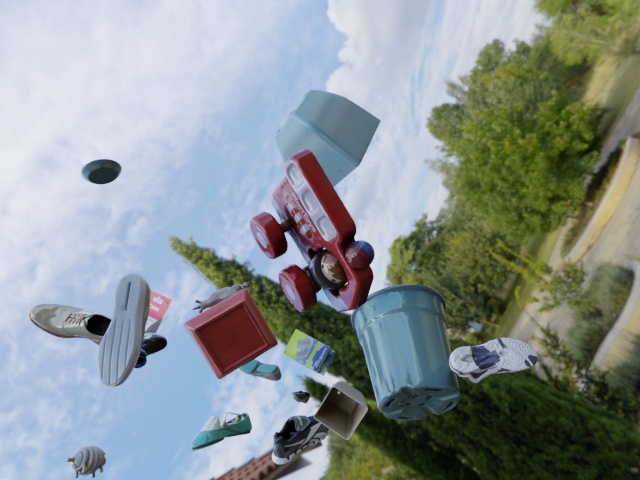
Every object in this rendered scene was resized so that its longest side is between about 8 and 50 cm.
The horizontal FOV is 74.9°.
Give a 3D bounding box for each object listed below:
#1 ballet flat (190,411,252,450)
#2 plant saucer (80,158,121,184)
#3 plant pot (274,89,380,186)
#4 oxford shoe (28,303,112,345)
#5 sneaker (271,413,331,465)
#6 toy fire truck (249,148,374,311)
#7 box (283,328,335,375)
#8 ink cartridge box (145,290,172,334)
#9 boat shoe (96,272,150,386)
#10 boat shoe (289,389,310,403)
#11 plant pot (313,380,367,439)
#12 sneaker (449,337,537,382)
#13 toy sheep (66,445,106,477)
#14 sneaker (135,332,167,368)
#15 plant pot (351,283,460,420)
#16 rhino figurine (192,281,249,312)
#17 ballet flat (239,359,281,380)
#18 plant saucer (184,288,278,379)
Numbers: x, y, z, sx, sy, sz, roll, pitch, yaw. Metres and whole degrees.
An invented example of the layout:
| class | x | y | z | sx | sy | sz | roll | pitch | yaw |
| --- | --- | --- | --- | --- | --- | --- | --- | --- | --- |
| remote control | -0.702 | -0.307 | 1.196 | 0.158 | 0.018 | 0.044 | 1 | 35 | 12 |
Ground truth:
| class | x | y | z | sx | sy | sz | roll | pitch | yaw |
| --- | --- | --- | --- | --- | --- | --- | --- | --- | --- |
| ballet flat | -0.332 | 0.624 | 1.395 | 0.247 | 0.083 | 0.087 | 10 | -114 | -52 |
| plant saucer | -0.690 | -0.212 | 1.322 | 0.119 | 0.021 | 0.119 | -24 | -19 | -9 |
| plant pot | 0.002 | -0.343 | 1.383 | 0.248 | 0.252 | 0.247 | -34 | 24 | 51 |
| oxford shoe | -0.984 | 0.328 | 1.715 | 0.146 | 0.396 | 0.141 | 124 | 160 | -51 |
| sneaker | -0.048 | 0.566 | 1.256 | 0.234 | 0.078 | 0.106 | -22 | -64 | -34 |
| toy fire truck | 0.000 | 0.000 | 0.818 | 0.169 | 0.302 | 0.254 | -29 | -3 | -22 |
| box | -0.043 | 0.435 | 1.626 | 0.109 | 0.178 | 0.042 | -60 | -19 | -17 |
| ink cartridge box | -0.686 | 0.304 | 1.608 | 0.056 | 0.181 | 0.225 | 37 | -109 | -47 |
| boat shoe | -0.522 | 0.244 | 1.151 | 0.094 | 0.109 | 0.303 | 67 | -152 | -70 |
| boat shoe | -0.080 | 0.616 | 1.660 | 0.040 | 0.049 | 0.142 | -54 | -31 | -10 |
| plant pot | 0.061 | 0.447 | 1.137 | 0.109 | 0.109 | 0.096 | -60 | -7 | 10 |
| sneaker | 0.481 | 0.349 | 1.198 | 0.153 | 0.234 | 0.094 | 79 | 179 | -63 |
| toy sheep | -0.719 | 0.679 | 1.286 | 0.091 | 0.091 | 0.132 | -59 | -35 | -15 |
| sneaker | -0.558 | 0.355 | 1.317 | 0.216 | 0.121 | 0.079 | 17 | -81 | -56 |
| plant pot | 0.290 | 0.382 | 1.383 | 0.341 | 0.340 | 0.334 | 92 | 174 | -46 |
| rhino figurine | -0.404 | 0.234 | 1.670 | 0.106 | 0.243 | 0.073 | -15 | -95 | -84 |
| ballet flat | -0.248 | 0.528 | 1.689 | 0.072 | 0.213 | 0.068 | -50 | -49 | -43 |
| plant saucer | -0.320 | 0.348 | 1.522 | 0.258 | 0.259 | 0.047 | -30 | 13 | -10 |
